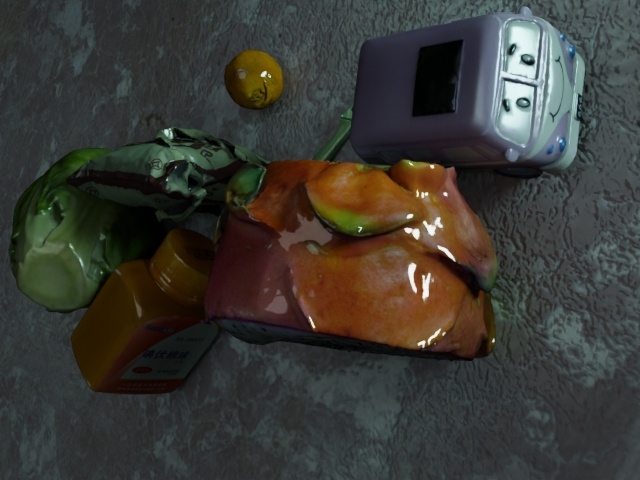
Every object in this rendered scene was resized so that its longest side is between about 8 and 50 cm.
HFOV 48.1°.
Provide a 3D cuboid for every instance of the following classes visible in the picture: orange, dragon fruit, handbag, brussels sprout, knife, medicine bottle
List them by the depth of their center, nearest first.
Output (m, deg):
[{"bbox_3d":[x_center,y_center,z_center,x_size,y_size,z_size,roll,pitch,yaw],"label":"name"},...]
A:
[{"bbox_3d":[0.026,0.012,0.687,0.290,0.290,0.189,-3,78,42],"label":"dragon fruit"},{"bbox_3d":[0.032,-0.143,0.897,0.207,0.014,0.030,-49,52,21],"label":"knife"},{"bbox_3d":[-0.190,-0.086,0.959,0.235,0.213,0.127,15,109,42],"label":"handbag"},{"bbox_3d":[-0.218,0.099,0.972,0.222,0.149,0.112,-52,52,20],"label":"medicine bottle"},{"bbox_3d":[-0.090,-0.219,0.981,0.083,0.083,0.084,-12,72,40],"label":"orange"},{"bbox_3d":[-0.350,-0.004,1.057,0.219,0.210,0.271,-39,18,22],"label":"brussels sprout"}]

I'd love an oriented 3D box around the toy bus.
[{"bbox_3d":[0.141,-0.135,0.705,0.202,0.142,0.142,2,81,42],"label":"toy bus"}]
